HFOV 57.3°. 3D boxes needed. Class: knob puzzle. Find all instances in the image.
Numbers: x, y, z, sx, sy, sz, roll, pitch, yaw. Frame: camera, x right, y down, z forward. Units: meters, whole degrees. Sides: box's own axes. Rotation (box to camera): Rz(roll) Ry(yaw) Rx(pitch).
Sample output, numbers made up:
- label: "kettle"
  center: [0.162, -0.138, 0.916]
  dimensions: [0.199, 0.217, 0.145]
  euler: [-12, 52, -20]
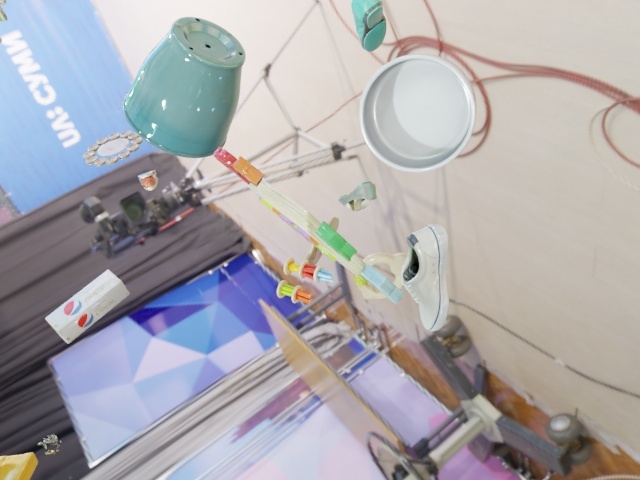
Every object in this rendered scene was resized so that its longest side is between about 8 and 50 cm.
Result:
- label: "knob puzzle"
  center: [0.000, 0.000, 1.765]
  dimensions: [0.030, 0.213, 0.213]
  euler: [30, 153, 11]

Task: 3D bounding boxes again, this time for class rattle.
- label: "rattle"
  center: [0.183, 0.065, 1.494]
  dimensions: [0.130, 0.200, 0.143]
  euler: [64, -174, -4]

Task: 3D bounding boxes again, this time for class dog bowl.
- label: "dog bowl"
  center: [0.228, -0.297, 1.363]
  dimensions: [0.265, 0.104, 0.265]
  euler: [6, 110, 16]

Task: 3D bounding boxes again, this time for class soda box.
- label: "soda box"
  center: [-0.657, 0.185, 1.658]
  dimensions: [0.074, 0.216, 0.069]
  euler: [31, 151, 31]

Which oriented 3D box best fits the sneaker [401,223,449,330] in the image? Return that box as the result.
- label: "sneaker"
  center: [0.217, 0.086, 1.258]
  dimensions: [0.094, 0.091, 0.258]
  euler: [-124, 25, -61]

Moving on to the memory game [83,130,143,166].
- label: "memory game"
  center: [-0.626, -0.278, 1.770]
  dimensions: [0.186, 0.186, 0.012]
  euler: [37, 152, 44]

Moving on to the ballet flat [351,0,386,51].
- label: "ballet flat"
  center: [0.120, -0.569, 1.496]
  dimensions: [0.087, 0.083, 0.247]
  euler: [55, -177, 7]

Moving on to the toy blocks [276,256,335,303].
- label: "toy blocks"
  center: [-0.038, 0.121, 1.634]
  dimensions: [0.148, 0.123, 0.054]
  euler: [14, 175, 28]

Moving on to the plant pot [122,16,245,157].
- label: "plant pot"
  center: [-0.314, -0.387, 1.429]
  dimensions: [0.271, 0.272, 0.255]
  euler: [51, 132, 17]

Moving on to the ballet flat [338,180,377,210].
- label: "ballet flat"
  center: [0.110, -0.123, 1.788]
  dimensions: [0.213, 0.072, 0.068]
  euler: [151, 108, -69]

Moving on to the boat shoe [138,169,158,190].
- label: "boat shoe"
  center: [-0.451, -0.158, 1.543]
  dimensions: [0.043, 0.049, 0.137]
  euler: [69, 169, -15]

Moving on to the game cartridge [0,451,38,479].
- label: "game cartridge"
  center: [-0.878, 0.637, 1.375]
  dimensions: [0.285, 0.324, 0.052]
  euler: [-93, -9, -63]

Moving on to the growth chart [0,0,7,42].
- label: "growth chart"
  center: [-0.618, -0.418, 0.985]
  dimensions: [0.237, 0.172, 0.021]
  euler: [128, 143, -57]

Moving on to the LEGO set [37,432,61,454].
- label: "LEGO set"
  center: [-0.685, 0.514, 1.491]
  dimensions: [0.083, 0.054, 0.023]
  euler: [18, 104, 43]

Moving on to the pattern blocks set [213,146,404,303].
- label: "pattern blocks set"
  center: [-0.025, -0.023, 0.833]
  dimensions: [0.285, 0.026, 0.325]
  euler: [41, 177, -28]
